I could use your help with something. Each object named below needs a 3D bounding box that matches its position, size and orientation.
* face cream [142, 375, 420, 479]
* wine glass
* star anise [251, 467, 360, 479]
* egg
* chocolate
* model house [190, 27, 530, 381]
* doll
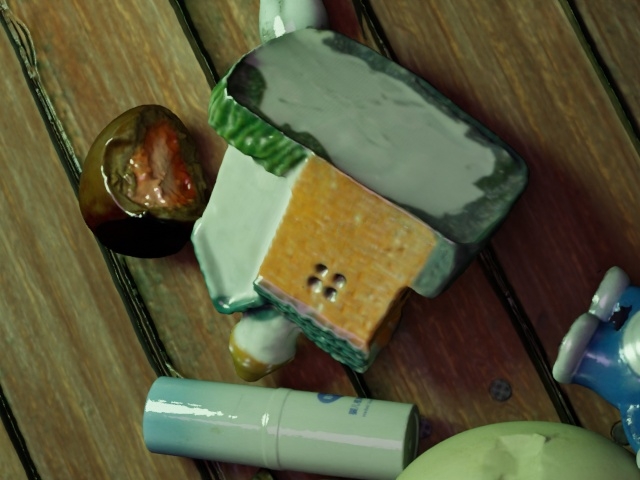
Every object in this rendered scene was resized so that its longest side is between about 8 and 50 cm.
[{"bbox_3d":[-0.036,0.176,1.486,0.250,0.077,0.077,4,89,14],"label":"face cream"},{"bbox_3d":[-0.033,-0.261,1.507,0.072,0.072,0.155,-11,85,15],"label":"wine glass"},{"bbox_3d":[-0.022,0.282,1.448,0.212,0.073,0.197,23,55,37],"label":"star anise"},{"bbox_3d":[0.175,0.261,1.352,0.269,0.219,0.219,-11,85,10],"label":"egg"},{"bbox_3d":[-0.164,-0.060,1.514,0.127,0.124,0.133,1,58,21],"label":"chocolate"},{"bbox_3d":[0.000,0.000,1.459,0.271,0.190,0.300,33,123,8],"label":"model house"},{"bbox_3d":[0.328,0.122,1.346,0.257,0.161,0.215,30,62,13],"label":"doll"}]
